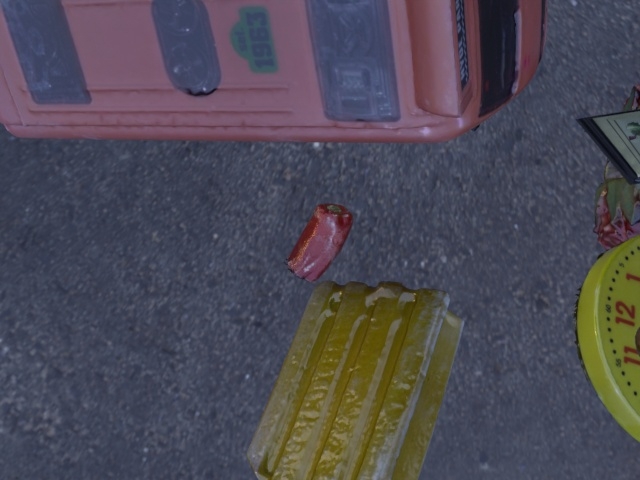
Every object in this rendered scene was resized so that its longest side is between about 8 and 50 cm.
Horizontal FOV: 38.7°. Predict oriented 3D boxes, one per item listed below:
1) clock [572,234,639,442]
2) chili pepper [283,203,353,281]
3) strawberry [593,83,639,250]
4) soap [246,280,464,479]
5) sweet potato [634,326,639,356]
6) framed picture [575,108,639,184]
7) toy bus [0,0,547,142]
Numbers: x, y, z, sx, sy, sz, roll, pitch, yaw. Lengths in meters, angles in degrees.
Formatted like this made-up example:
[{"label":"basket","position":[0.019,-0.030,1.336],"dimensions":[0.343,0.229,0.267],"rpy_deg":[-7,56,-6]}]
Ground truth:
[{"label":"clock","position":[0.442,0.120,1.082],"dimensions":[0.294,0.277,0.071],"rpy_deg":[11,156,-17]},{"label":"chili pepper","position":[0.000,0.000,1.387],"dimensions":[0.070,0.073,0.123],"rpy_deg":[36,103,15]},{"label":"strawberry","position":[0.596,-0.072,1.350],"dimensions":[0.345,0.317,0.295],"rpy_deg":[18,146,-16]},{"label":"soap","position":[0.027,0.149,0.797],"dimensions":[0.140,0.232,0.073],"rpy_deg":[1,145,34]},{"label":"sweet potato","position":[0.256,0.108,0.423],"dimensions":[0.108,0.346,0.079],"rpy_deg":[39,91,-35]},{"label":"framed picture","position":[0.411,-0.111,1.016],"dimensions":[0.200,0.010,0.195],"rpy_deg":[-5,157,36]},{"label":"toy bus","position":[-0.052,-0.189,0.699],"dimensions":[0.427,0.233,0.203],"rpy_deg":[3,123,21]}]
